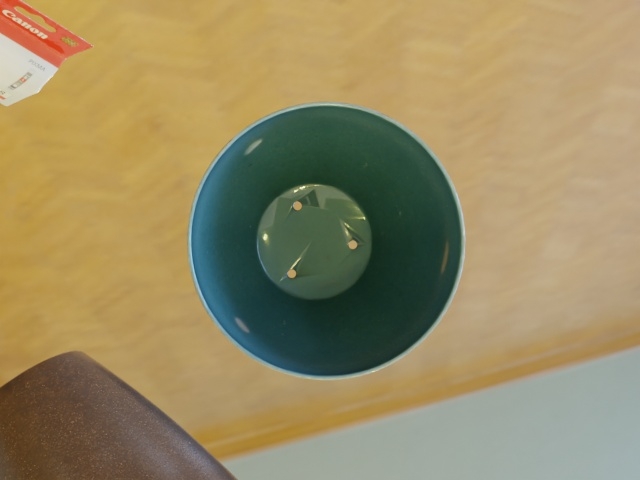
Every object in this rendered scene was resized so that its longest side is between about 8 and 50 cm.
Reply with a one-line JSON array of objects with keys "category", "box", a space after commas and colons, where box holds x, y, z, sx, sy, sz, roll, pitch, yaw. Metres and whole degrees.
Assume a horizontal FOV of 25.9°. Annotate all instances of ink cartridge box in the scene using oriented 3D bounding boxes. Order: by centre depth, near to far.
[{"category": "ink cartridge box", "box": [-0.372, -0.223, 1.618, 0.145, 0.045, 0.179, 31, 154, -35]}]

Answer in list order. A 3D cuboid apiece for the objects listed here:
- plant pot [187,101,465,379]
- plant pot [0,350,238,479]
[{"category": "plant pot", "box": [0.000, 0.000, 1.541, 0.290, 0.290, 0.195, -15, -179, -4]}, {"category": "plant pot", "box": [-0.163, 0.207, 1.059, 0.215, 0.230, 0.215, -33, 166, -9]}]
